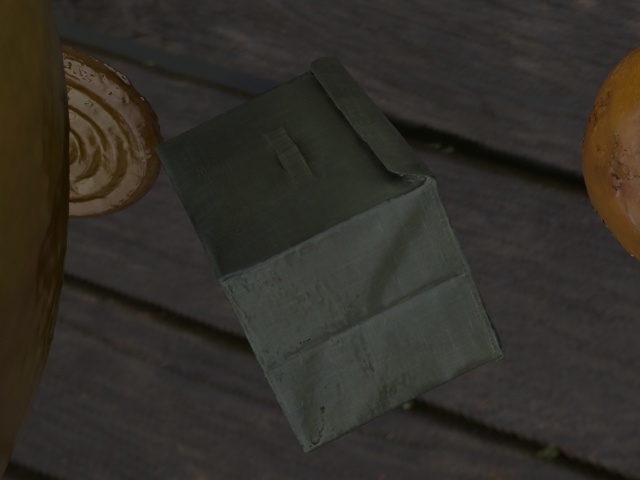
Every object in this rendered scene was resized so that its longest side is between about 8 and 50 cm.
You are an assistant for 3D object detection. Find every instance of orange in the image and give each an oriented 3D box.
[{"bbox_3d":[0.357,-0.082,1.568,0.240,0.240,0.240,5,103,24],"label":"orange"}]

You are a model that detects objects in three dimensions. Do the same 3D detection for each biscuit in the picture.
[{"bbox_3d":[-0.298,-0.114,1.861,0.262,0.037,0.262,9,137,8],"label":"biscuit"}]

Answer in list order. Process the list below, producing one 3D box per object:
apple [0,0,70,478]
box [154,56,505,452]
[{"bbox_3d":[-0.250,-0.008,0.436,0.384,0.374,0.374,-41,82,-3],"label":"apple"},{"bbox_3d":[0.000,0.000,1.148,0.149,0.231,0.155,-27,120,-3],"label":"box"}]
